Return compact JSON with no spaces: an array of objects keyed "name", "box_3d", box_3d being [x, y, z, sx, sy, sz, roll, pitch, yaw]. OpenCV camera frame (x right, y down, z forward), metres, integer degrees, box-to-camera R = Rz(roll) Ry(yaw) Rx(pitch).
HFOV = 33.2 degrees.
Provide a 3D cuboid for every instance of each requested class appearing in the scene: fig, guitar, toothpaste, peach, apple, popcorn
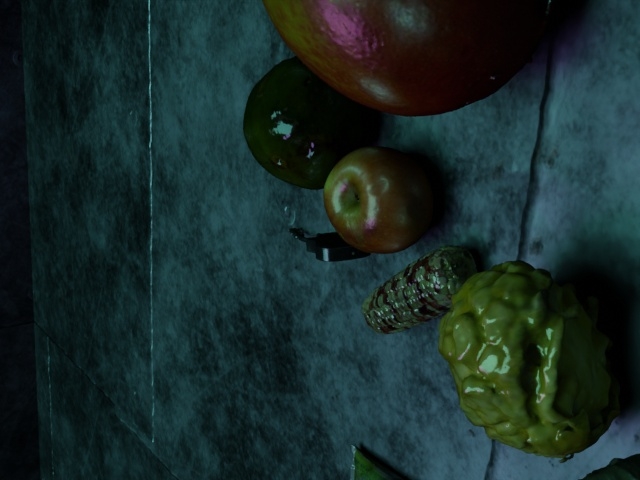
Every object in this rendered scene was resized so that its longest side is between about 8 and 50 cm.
[{"name":"fig","box_3d":[-0.014,-0.205,1.630,0.195,0.195,0.245,-16,51,57]},{"name":"guitar","box_3d":[0.000,0.000,1.748,0.233,0.088,0.025,-157,61,-63]},{"name":"toothpaste","box_3d":[0.117,0.403,1.703,0.248,0.047,0.078,22,115,55]},{"name":"peach","box_3d":[0.107,-0.326,1.256,0.370,0.370,0.370,22,117,53]},{"name":"apple","box_3d":[0.087,-0.058,1.535,0.163,0.139,0.163,1,91,47]},{"name":"popcorn","box_3d":[0.248,0.138,1.264,0.190,0.250,0.250,-21,79,18]}]

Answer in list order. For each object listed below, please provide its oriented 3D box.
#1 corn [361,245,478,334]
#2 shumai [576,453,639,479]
[{"name":"corn","box_3d":[0.135,0.080,1.543,0.253,0.086,0.086,-36,69,55]},{"name":"shumai","box_3d":[0.351,0.419,1.144,0.263,0.304,0.309,29,125,37]}]
